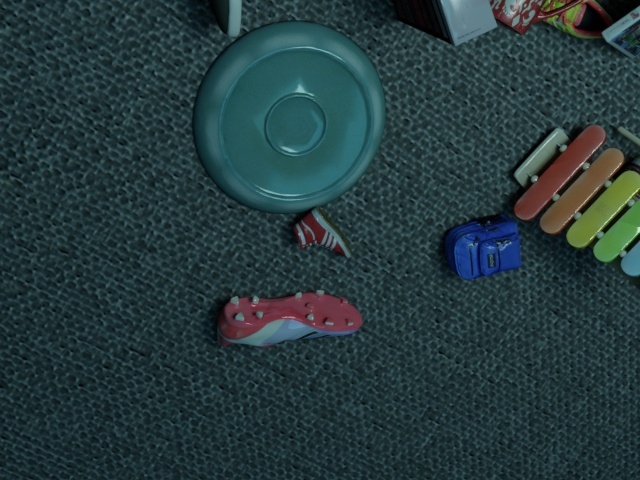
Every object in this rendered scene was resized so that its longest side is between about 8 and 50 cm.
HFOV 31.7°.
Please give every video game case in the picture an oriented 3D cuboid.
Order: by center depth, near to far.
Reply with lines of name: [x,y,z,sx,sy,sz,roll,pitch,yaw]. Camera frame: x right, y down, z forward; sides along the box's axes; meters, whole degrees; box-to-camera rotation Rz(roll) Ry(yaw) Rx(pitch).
video game case: [0.549,-0.363,1.790,0.183,0.201,0.023,-35,76,22]

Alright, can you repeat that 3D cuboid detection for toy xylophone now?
toy xylophone: [0.489,-0.072,1.872,0.236,0.323,0.081,-54,152,0]

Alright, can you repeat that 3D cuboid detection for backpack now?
backpack: [0.277,0.013,1.916,0.120,0.101,0.097,-11,106,-9]

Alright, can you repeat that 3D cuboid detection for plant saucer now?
plant saucer: [-0.041,-0.186,1.777,0.318,0.043,0.317,-5,111,-14]

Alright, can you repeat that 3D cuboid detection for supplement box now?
supplement box: [0.164,-0.376,1.655,0.073,0.239,0.130,-26,115,-7]

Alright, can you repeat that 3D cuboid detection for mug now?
mug: [0.327,-0.399,1.706,0.169,0.150,0.113,-59,155,9]

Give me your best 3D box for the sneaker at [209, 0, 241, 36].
sneaker: [-0.200,-0.428,1.609,0.147,0.104,0.295,-14,107,-9]

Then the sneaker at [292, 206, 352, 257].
sneaker: [0.000,0.000,1.860,0.067,0.042,0.118,-34,126,10]

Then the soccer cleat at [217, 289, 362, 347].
soccer cleat: [-0.053,0.139,1.888,0.248,0.083,0.095,1,139,-22]

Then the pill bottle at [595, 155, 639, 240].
pill bottle: [0.560,-0.069,1.956,0.121,0.121,0.221,41,95,-25]

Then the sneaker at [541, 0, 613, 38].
sneaker: [0.384,-0.378,1.801,0.209,0.094,0.081,16,107,-20]

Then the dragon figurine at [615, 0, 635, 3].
dragon figurine: [0.439,-0.473,1.753,0.085,0.144,0.289,-28,115,-4]
